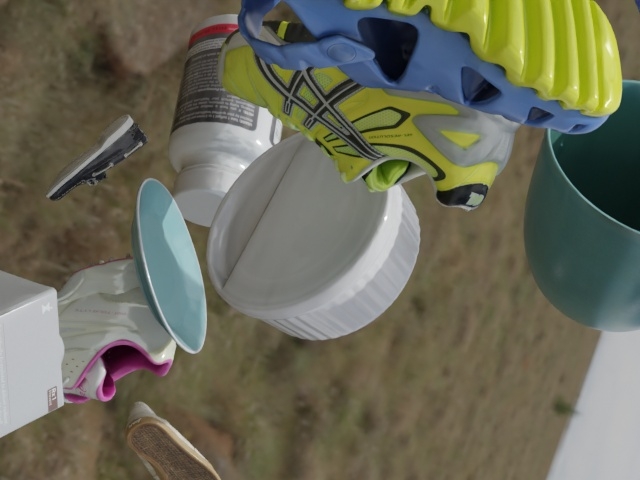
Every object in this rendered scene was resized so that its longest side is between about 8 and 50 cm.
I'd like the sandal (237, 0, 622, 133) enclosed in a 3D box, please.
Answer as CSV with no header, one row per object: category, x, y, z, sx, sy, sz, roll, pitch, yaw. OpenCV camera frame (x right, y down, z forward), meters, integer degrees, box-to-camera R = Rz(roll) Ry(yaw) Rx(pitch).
sandal,0.069,-0.155,0.943,0.138,0.317,0.126,-47,-154,51

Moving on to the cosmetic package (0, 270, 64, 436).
cosmetic package,-0.357,0.087,1.246,0.107,0.238,0.127,-24,121,-47

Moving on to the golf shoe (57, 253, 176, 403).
golf shoe,-0.299,0.121,1.435,0.115,0.306,0.140,67,4,-66

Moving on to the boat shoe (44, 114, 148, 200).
boat shoe,-0.239,-0.081,1.414,0.125,0.038,0.046,-43,-156,-2

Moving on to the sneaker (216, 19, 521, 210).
sneaker,0.026,-0.133,1.369,0.145,0.384,0.147,13,92,-49

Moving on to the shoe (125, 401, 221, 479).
shoe,-0.198,0.303,1.810,0.076,0.058,0.219,-33,123,-3

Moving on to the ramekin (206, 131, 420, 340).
ramekin,0.000,0.000,1.649,0.127,0.273,0.273,44,61,-43

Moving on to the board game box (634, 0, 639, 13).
board game box,0.325,-0.328,1.059,0.233,0.078,0.347,-38,118,-17

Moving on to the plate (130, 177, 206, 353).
plate,-0.161,0.028,1.368,0.188,0.024,0.188,-14,90,-80

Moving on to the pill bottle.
pill bottle,-0.149,-0.188,2.129,0.176,0.176,0.318,85,11,-63

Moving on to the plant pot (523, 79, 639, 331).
plant pot,0.393,-0.023,1.700,0.235,0.293,0.293,107,9,-46
